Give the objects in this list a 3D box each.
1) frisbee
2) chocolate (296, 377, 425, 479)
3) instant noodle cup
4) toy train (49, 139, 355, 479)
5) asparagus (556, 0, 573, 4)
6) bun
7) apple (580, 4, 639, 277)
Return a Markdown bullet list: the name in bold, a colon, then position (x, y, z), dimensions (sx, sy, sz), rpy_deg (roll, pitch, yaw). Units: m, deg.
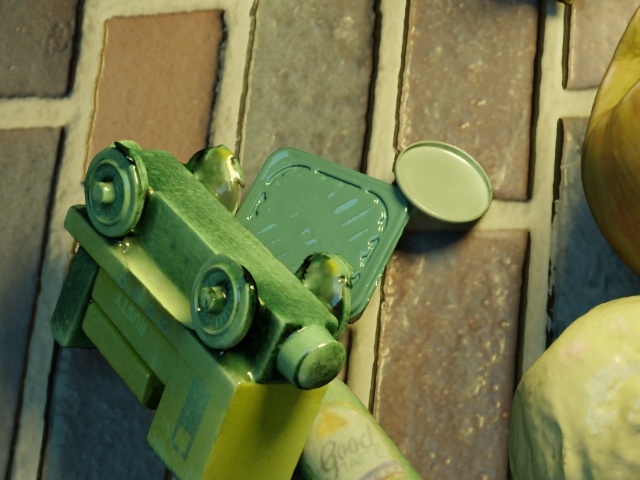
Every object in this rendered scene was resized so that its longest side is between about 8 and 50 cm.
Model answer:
- **frisbee**: position (0.127, -0.060, 1.905), dimensions (0.110, 0.014, 0.110), rpy_deg (13, 48, -15)
- **chocolate**: position (0.016, 0.204, 1.830), dimensions (0.110, 0.110, 0.291), rpy_deg (-37, 62, 1)
- **instant noodle cup**: position (0.000, 0.000, 1.925), dimensions (0.179, 0.070, 0.157), rpy_deg (22, 77, 24)
- **toy train**: position (-0.129, 0.067, 1.825), dimensions (0.397, 0.160, 0.253), rpy_deg (43, 121, 40)
- **asparagus**: position (0.212, -0.373, 1.995), dimensions (0.080, 0.080, 0.287), rpy_deg (-25, 67, 7)
- **bun**: position (0.317, 0.219, 1.603), dimensions (0.361, 0.361, 0.213), rpy_deg (17, 44, 22)
- **apple**: position (0.433, -0.095, 1.653), dimensions (0.346, 0.391, 0.391), rpy_deg (28, 79, -2)
